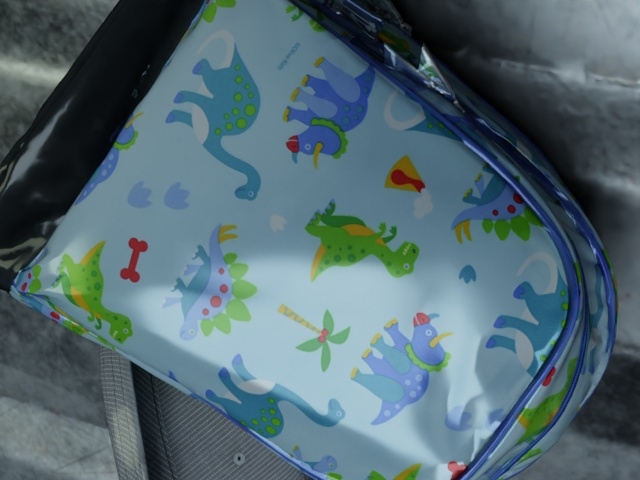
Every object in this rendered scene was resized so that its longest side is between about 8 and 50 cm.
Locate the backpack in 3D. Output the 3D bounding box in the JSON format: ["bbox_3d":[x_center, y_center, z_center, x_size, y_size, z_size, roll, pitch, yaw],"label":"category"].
[{"bbox_3d":[0.000,0.000,0.670,0.355,0.273,0.290,37,92,-12],"label":"backpack"}]

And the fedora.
[{"bbox_3d":[-0.069,0.160,0.830,0.124,0.244,0.275,-13,103,0],"label":"fedora"}]
